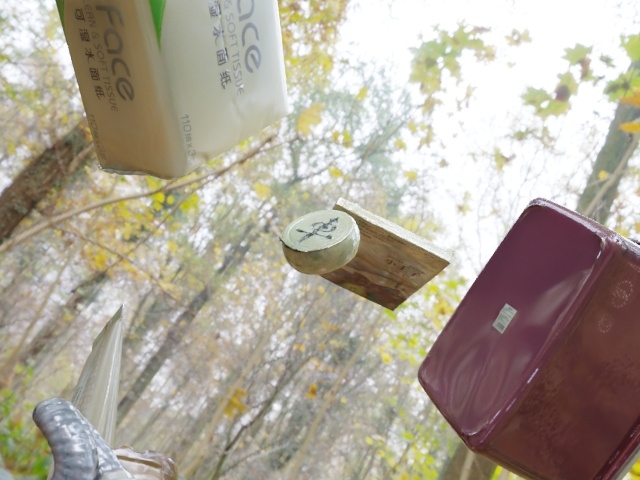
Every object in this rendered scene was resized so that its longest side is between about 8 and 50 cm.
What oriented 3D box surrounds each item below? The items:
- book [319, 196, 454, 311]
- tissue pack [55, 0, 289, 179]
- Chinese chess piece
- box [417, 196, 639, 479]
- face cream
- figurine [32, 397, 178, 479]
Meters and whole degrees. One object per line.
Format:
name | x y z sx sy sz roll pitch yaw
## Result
book | 0.082 0.033 1.157 0.201 0.026 0.289 27 -24 -1
tissue pack | -0.225 -0.345 1.094 0.205 0.331 0.405 14 -54 30
Chinese chess piece | 0.000 0.000 0.726 0.084 0.084 0.034 12 -49 36
box | 0.247 0.108 0.712 0.167 0.294 0.193 27 10 -24
face cream | -0.298 0.258 0.880 0.084 0.342 0.137 18 -38 -26
figurine | -0.113 0.299 0.349 0.186 0.382 0.261 4 -54 -10
